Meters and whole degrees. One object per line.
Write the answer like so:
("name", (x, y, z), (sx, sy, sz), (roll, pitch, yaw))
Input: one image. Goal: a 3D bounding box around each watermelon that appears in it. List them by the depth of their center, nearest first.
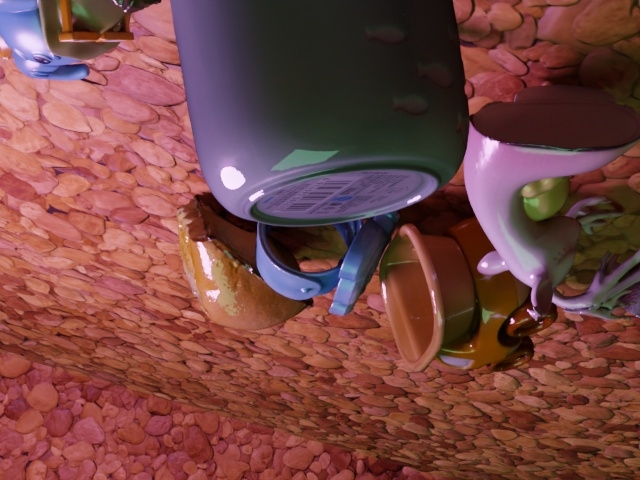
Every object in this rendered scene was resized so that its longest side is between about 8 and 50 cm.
("watermelon", (0.506, 0.077, 1.297), (0.094, 0.081, 0.180), (-25, 174, 24))

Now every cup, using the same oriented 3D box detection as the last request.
("cup", (0.028, -0.161, 0.811), (0.259, 0.275, 0.356), (-16, 165, 34))

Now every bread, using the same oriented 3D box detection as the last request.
("bread", (-0.140, 0.058, 1.418), (0.262, 0.163, 0.204), (33, -172, -31))

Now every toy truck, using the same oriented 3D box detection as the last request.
("toy truck", (0.216, 0.080, 1.259), (0.211, 0.204, 0.288), (-10, 152, -11))

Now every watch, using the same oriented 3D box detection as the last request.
("watch", (0.000, 0.000, 1.308), (0.193, 0.211, 0.211), (26, 154, 6))

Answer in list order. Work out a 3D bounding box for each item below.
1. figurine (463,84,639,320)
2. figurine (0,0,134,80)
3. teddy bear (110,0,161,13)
("figurine", (0.325, -0.027, 1.032), (0.284, 0.206, 0.316), (-18, 133, -14))
("figurine", (-0.323, -0.270, 0.983), (0.180, 0.154, 0.262), (24, 170, -39))
("teddy bear", (-0.111, -0.342, 0.569), (0.246, 0.222, 0.296), (48, 162, 27))
